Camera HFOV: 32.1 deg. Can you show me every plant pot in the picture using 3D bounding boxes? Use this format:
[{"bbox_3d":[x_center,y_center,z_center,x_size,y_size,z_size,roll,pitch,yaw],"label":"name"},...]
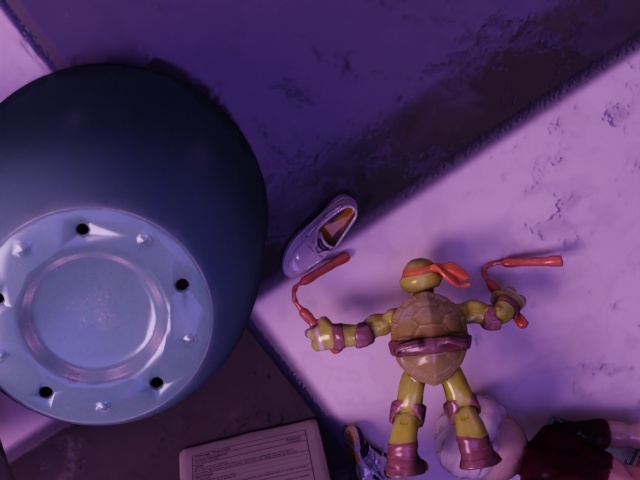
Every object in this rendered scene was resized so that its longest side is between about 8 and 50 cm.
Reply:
[{"bbox_3d":[-0.184,0.019,0.941,0.293,0.235,0.293,-2,111,-5],"label":"plant pot"}]

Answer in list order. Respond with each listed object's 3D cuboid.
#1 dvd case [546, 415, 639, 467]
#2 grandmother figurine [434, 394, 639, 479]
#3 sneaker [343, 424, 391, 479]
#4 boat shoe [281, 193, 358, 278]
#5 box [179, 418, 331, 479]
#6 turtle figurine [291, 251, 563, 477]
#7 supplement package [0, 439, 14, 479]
[{"bbox_3d":[0.288,0.240,1.198,0.119,0.013,0.087,13,109,-10],"label":"dvd case"},{"bbox_3d":[0.271,0.250,1.094,0.342,0.208,0.104,23,119,14],"label":"grandmother figurine"},{"bbox_3d":[0.050,0.223,1.158,0.037,0.032,0.083,-23,117,-12],"label":"sneaker"},{"bbox_3d":[0.000,0.000,1.061,0.035,0.035,0.100,41,101,-19],"label":"boat shoe"},{"bbox_3d":[-0.051,0.295,1.061,0.149,0.232,0.127,-13,112,-1],"label":"box"},{"bbox_3d":[0.116,0.106,1.048,0.269,0.087,0.217,-6,85,-9],"label":"turtle figurine"},{"bbox_3d":[-0.383,0.133,0.890,0.198,0.199,0.262,-19,87,-11],"label":"supplement package"}]
